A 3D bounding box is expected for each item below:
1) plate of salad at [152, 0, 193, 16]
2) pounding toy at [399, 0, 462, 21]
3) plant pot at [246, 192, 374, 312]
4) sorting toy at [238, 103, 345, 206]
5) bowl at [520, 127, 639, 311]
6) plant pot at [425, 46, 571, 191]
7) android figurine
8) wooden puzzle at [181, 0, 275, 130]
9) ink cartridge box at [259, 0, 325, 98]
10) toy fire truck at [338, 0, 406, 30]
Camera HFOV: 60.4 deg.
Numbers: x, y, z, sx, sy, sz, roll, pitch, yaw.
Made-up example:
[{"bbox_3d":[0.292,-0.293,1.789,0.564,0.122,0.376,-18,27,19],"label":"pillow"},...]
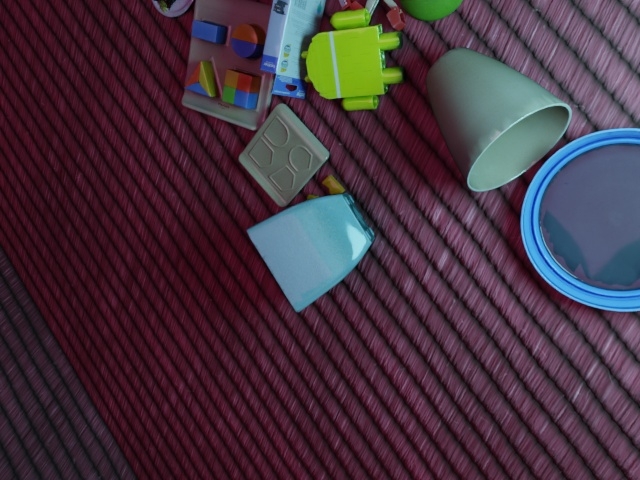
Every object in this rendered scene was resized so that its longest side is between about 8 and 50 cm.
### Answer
[{"bbox_3d":[-0.459,-0.792,1.687,0.199,0.048,0.200,6,102,28],"label":"plate of salad"},{"bbox_3d":[0.233,-0.640,1.298,0.237,0.110,0.183,48,117,13],"label":"pounding toy"},{"bbox_3d":[0.000,0.000,1.454,0.252,0.247,0.248,-32,90,12],"label":"plant pot"},{"bbox_3d":[-0.076,-0.208,1.586,0.307,0.041,0.229,49,120,6],"label":"sorting toy"},{"bbox_3d":[0.644,-0.045,1.193,0.390,0.077,0.392,5,101,28],"label":"bowl"},{"bbox_3d":[0.360,-0.295,1.230,0.256,0.256,0.274,-45,61,27],"label":"plant pot"},{"bbox_3d":[0.079,-0.455,1.408,0.272,0.056,0.248,0,116,23],"label":"android figurine"},{"bbox_3d":[-0.274,-0.531,1.611,0.322,0.080,0.348,23,109,24],"label":"wooden puzzle"},{"bbox_3d":[-0.071,-0.537,1.438,0.065,0.185,0.311,18,107,22],"label":"ink cartridge box"},{"bbox_3d":[0.123,-0.601,1.401,0.135,0.047,0.192,-26,85,29],"label":"toy fire truck"}]
